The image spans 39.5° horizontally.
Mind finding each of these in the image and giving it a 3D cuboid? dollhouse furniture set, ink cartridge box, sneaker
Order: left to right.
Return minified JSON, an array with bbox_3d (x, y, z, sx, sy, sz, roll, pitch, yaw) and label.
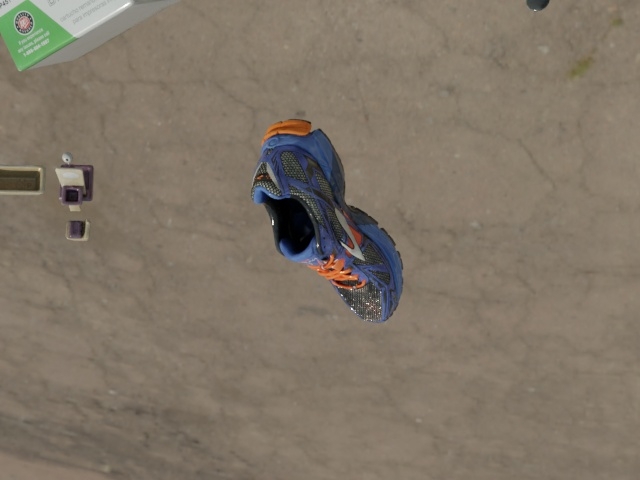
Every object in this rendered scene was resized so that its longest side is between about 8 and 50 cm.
[{"bbox_3d":[-0.296,-0.052,0.916,0.114,0.091,0.081,1,160,-9],"label":"dollhouse furniture set"},{"bbox_3d":[-0.233,-0.275,0.771,0.153,0.087,0.208,-20,99,31],"label":"ink cartridge box"},{"bbox_3d":[0.000,0.000,0.812,0.083,0.087,0.221,-11,126,40],"label":"sneaker"}]

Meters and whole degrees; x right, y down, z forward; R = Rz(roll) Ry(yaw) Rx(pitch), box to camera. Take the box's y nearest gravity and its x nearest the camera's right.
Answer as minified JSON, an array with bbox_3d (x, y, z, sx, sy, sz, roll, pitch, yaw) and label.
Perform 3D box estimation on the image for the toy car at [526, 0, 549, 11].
[{"bbox_3d":[0.279,-0.370,1.044,0.155,0.188,0.149,-4,177,42],"label":"toy car"}]
